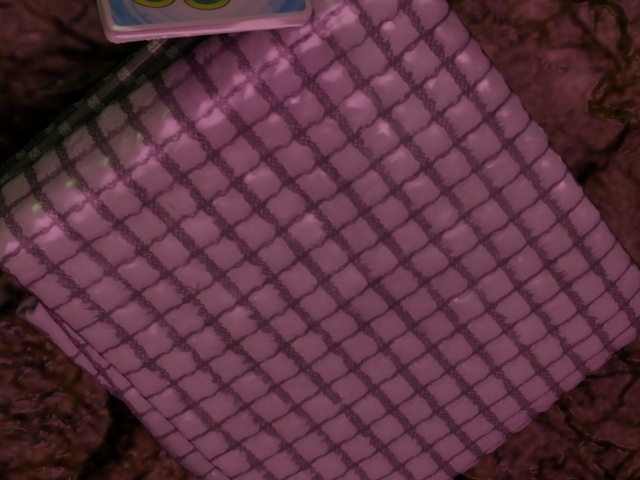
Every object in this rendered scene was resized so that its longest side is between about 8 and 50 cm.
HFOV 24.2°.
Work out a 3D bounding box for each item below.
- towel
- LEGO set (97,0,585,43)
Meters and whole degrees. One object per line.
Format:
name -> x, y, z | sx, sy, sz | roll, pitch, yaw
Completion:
towel -> 0.000, 0.000, 0.716 | 0.235, 0.121, 0.283 | -37, 124, 9
LEGO set -> 0.024, -0.166, 0.586 | 0.244, 0.182, 0.060 | -6, 146, -14
